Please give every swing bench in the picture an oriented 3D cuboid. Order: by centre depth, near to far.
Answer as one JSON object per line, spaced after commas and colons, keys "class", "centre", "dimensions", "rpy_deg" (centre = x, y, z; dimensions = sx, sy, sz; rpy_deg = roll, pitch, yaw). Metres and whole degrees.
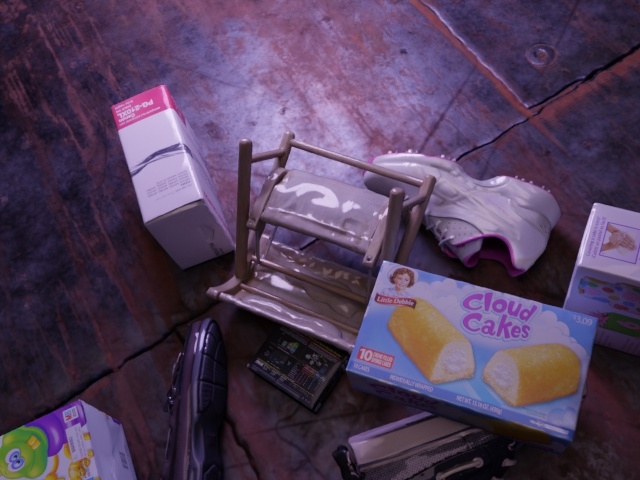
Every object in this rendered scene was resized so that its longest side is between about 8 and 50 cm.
{"class": "swing bench", "centre": [0.000, 0.000, 1.095], "dimensions": [0.253, 0.165, 0.255], "rpy_deg": [20, 109, 20]}

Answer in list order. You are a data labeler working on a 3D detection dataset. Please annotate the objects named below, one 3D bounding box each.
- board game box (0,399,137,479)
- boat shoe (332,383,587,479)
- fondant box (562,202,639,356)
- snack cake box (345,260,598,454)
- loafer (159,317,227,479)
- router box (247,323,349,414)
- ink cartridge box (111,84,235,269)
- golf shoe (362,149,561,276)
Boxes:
{"class": "board game box", "centre": [-0.409, 0.355, 1.031], "dimensions": [0.275, 0.142, 0.144], "rpy_deg": [-25, 61, -2]}
{"class": "boat shoe", "centre": [0.198, 0.288, 0.967], "dimensions": [0.340, 0.127, 0.158], "rpy_deg": [-18, 82, -2]}
{"class": "fondant box", "centre": [0.478, 0.084, 0.926], "dimensions": [0.330, 0.238, 0.096], "rpy_deg": [15, 68, 18]}
{"class": "snack cake box", "centre": [0.180, 0.137, 0.906], "dimensions": [0.264, 0.089, 0.152], "rpy_deg": [15, 68, 14]}
{"class": "loafer", "centre": [-0.191, 0.257, 1.060], "dimensions": [0.095, 0.109, 0.303], "rpy_deg": [-8, 65, 13]}
{"class": "router box", "centre": [-0.032, 0.181, 1.099], "dimensions": [0.122, 0.038, 0.092], "rpy_deg": [29, 73, 23]}
{"class": "ink cartridge box", "centre": [-0.234, -0.097, 1.205], "dimensions": [0.100, 0.172, 0.237], "rpy_deg": [-23, 62, 0]}
{"class": "golf shoe", "centre": [0.194, -0.044, 1.126], "dimensions": [0.306, 0.115, 0.140], "rpy_deg": [17, 72, 20]}
